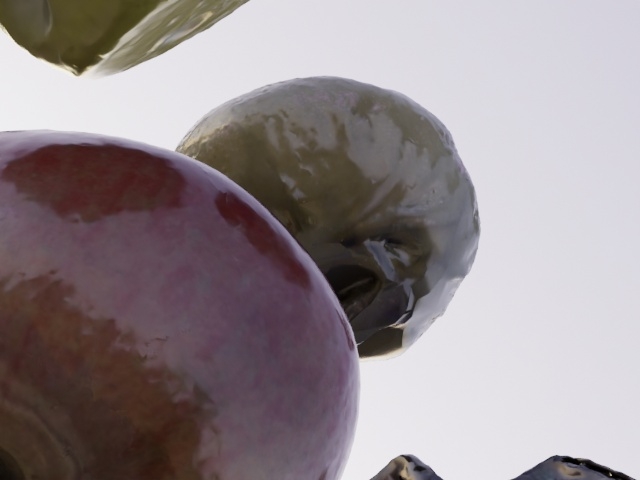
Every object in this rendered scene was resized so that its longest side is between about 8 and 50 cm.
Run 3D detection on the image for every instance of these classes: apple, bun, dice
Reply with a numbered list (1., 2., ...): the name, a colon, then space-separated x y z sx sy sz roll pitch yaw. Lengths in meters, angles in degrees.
1. apple: -0.158 0.099 1.037 0.345 0.269 0.344 11 -50 14
2. bun: 0.004 -0.004 1.454 0.168 0.273 0.273 -115 180 -52
3. dice: -0.101 -0.203 1.013 0.166 0.169 0.169 55 -39 1

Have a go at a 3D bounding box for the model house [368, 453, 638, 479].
1. model house: 0.063 0.149 0.699 0.152 0.165 0.106 54 -4 32
